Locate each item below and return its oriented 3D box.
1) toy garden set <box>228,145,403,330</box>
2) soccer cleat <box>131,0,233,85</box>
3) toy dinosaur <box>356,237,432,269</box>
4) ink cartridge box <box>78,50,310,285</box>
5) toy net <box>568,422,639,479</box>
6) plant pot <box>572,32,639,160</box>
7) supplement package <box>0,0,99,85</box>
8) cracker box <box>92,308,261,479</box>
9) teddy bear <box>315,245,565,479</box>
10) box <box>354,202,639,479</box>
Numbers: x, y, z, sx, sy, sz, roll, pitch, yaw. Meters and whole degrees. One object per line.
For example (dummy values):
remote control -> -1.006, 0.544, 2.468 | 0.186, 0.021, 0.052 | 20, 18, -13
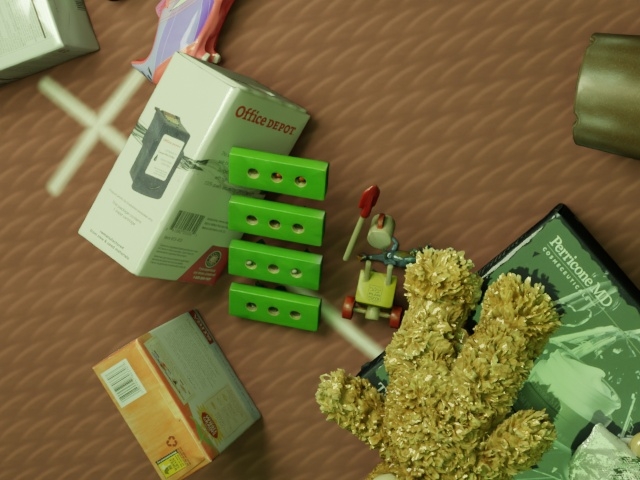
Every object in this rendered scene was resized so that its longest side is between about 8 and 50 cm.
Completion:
toy garden set -> 0.000, 0.000, 1.730 | 0.203, 0.049, 0.244 | 10, 132, 7
soccer cleat -> -0.137, -0.288, 1.768 | 0.095, 0.083, 0.248 | 26, 102, 12
toy dinosaur -> 0.086, 0.025, 1.773 | 0.082, 0.047, 0.090 | -20, 102, 30
ink cartridge box -> -0.139, -0.078, 1.730 | 0.100, 0.172, 0.237 | 34, 100, 26
toy net -> 0.367, 0.209, 1.555 | 0.232, 0.045, 0.122 | -25, 92, 12
plant pot -> 0.365, -0.152, 1.650 | 0.165, 0.167, 0.167 | 11, 97, 18
supplement package -> -0.409, -0.248, 1.793 | 0.244, 0.134, 0.139 | -18, 92, 12
cracker box -> -0.157, 0.173, 1.733 | 0.067, 0.232, 0.156 | -32, 88, 13
teddy bear -> 0.120, 0.176, 1.562 | 0.245, 0.113, 0.338 | 36, 101, 8
box -> 0.255, 0.187, 1.684 | 0.312, 0.179, 0.343 | -42, 87, 10
